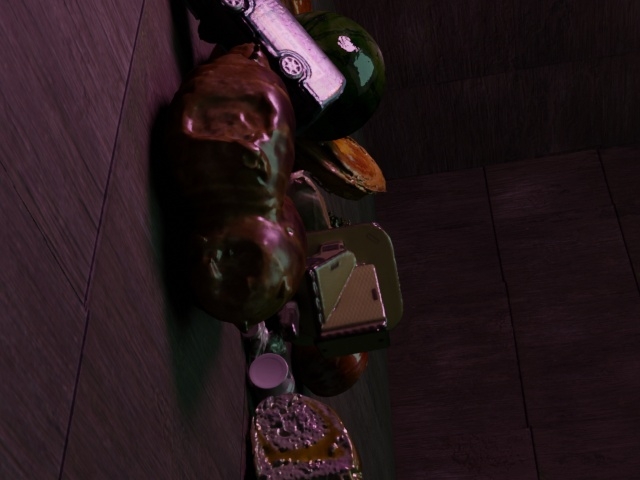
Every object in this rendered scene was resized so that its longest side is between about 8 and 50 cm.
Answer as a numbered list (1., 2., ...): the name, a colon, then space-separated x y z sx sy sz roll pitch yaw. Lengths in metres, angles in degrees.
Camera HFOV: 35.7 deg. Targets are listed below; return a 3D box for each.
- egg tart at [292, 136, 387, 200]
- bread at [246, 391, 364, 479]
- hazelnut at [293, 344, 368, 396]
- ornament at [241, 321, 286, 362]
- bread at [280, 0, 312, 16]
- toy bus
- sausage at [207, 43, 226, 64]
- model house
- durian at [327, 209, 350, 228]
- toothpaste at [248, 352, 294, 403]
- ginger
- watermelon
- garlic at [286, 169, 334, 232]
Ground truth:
1. egg tart: 0.010 -0.169 2.029 0.297 0.132 0.297 36 17 -13
2. bread: -0.014 0.339 1.365 0.156 0.158 0.261 45 39 -83
3. hazelnut: 0.011 0.211 1.821 0.143 0.143 0.154 -89 161 -49
4. ornament: -0.087 0.143 1.448 0.092 0.041 0.068 -7 92 -68
5. bread: -0.073 -0.483 1.969 0.234 0.110 0.184 -79 160 -70
6. toy bus: -0.077 -0.267 1.322 0.262 0.091 0.109 51 48 0
7. sausage: -0.096 -0.263 1.545 0.134 0.116 0.354 48 11 -8
8. model house: 0.028 0.105 1.572 0.279 0.218 0.205 -94 173 -76
9. durian: 0.000 0.000 2.141 0.139 0.144 0.252 -61 179 1
10. toothpaste: -0.061 0.256 1.511 0.266 0.061 0.096 81 4 -56
11. ginger: -0.094 -0.071 1.207 0.274 0.152 0.357 8 76 -82
12. watermelon: -0.001 -0.295 1.799 0.242 0.242 0.242 -8 90 -82
13. garlic: -0.043 -0.054 1.758 0.195 0.101 0.087 66 13 -52
